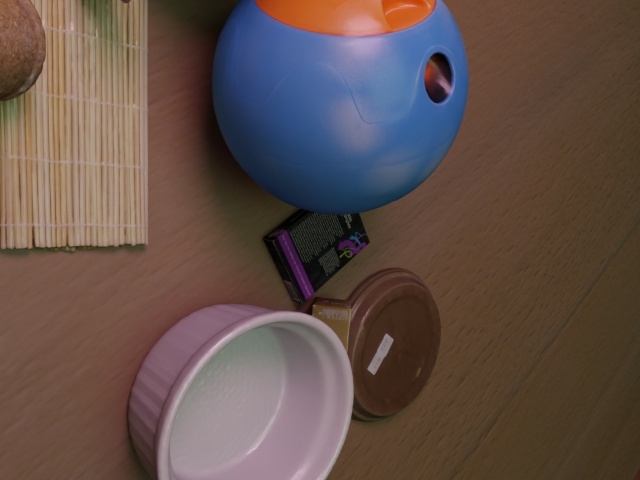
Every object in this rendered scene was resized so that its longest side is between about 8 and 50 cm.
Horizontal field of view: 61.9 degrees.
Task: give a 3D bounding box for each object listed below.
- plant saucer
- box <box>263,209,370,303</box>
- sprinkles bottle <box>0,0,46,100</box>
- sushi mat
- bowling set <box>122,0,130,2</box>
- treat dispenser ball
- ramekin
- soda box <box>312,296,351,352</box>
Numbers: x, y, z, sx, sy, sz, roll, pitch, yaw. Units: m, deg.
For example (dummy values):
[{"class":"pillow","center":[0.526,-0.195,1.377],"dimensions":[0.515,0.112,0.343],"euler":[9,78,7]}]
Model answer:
[{"class":"plant saucer","center":[0.126,0.188,0.937],"dimensions":[0.277,0.041,0.278],"euler":[-9,104,-39]},{"class":"box","center":[0.000,0.000,0.799],"dimensions":[0.162,0.029,0.116],"euler":[-39,122,-28]},{"class":"sprinkles bottle","center":[-0.303,-0.106,0.312],"dimensions":[0.121,0.355,0.121],"euler":[1,116,1]},{"class":"sushi mat","center":[-0.253,-0.145,0.556],"dimensions":[0.151,0.019,0.317],"euler":[-4,100,-42]},{"class":"bowling set","center":[-0.235,-0.333,0.402],"dimensions":[0.199,0.154,0.287],"euler":[-26,119,-40]},{"class":"treat dispenser ball","center":[0.021,-0.173,0.615],"dimensions":[0.288,0.288,0.288],"euler":[-9,103,-40]},{"class":"ramekin","center":[-0.101,0.212,0.676],"dimensions":[0.277,0.135,0.277],"euler":[-8,102,-41]},{"class":"soda box","center":[0.011,0.180,0.805],"dimensions":[0.058,0.061,0.182],"euler":[6,96,2]}]
